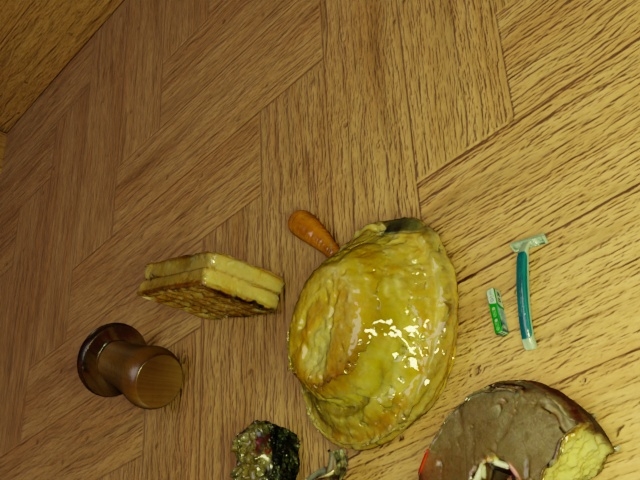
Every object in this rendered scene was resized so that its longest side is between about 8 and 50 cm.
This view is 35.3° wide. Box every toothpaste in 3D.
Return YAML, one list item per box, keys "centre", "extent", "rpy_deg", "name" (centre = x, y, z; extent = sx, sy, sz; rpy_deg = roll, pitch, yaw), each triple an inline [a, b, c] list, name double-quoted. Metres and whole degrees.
- centre: [0.294, 0.119, 1.666]
  extent: [0.017, 0.020, 0.083]
  rpy_deg: [-35, 46, 36]
  name: "toothpaste"

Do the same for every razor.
- centre: [0.331, 0.082, 1.619]
  extent: [0.068, 0.037, 0.191]
  rpy_deg: [-21, 56, 46]
  name: "razor"

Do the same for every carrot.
- centre: [0.000, 0.000, 2.104]
  extent: [0.061, 0.061, 0.256]
  rpy_deg: [-61, 37, 11]
  name: "carrot"

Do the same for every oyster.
- centre: [-0.036, 0.480, 1.762]
  extent: [0.100, 0.275, 0.271]
  rpy_deg: [30, 80, 12]
  name: "oyster"

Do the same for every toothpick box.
- centre: [-0.472, 0.313, 2.475]
  extent: [0.294, 0.192, 0.192]
  rpy_deg: [12, 82, 50]
  name: "toothpick box"

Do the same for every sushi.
- centre: [-0.118, 0.465, 1.965]
  extent: [0.147, 0.115, 0.213]
  rpy_deg: [-25, 54, 45]
  name: "sushi"

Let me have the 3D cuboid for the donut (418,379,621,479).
- centre: [0.265, 0.366, 1.478]
  extent: [0.259, 0.136, 0.345]
  rpy_deg: [27, 94, 58]
  name: "donut"

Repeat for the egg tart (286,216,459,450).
- centre: [0.065, 0.157, 1.822]
  extent: [0.443, 0.178, 0.443]
  rpy_deg: [-30, 51, 45]
  name: "egg tart"

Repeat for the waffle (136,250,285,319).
- centre: [-0.245, 0.104, 2.244]
  extent: [0.308, 0.212, 0.091]
  rpy_deg: [-10, 63, 53]
  name: "waffle"
